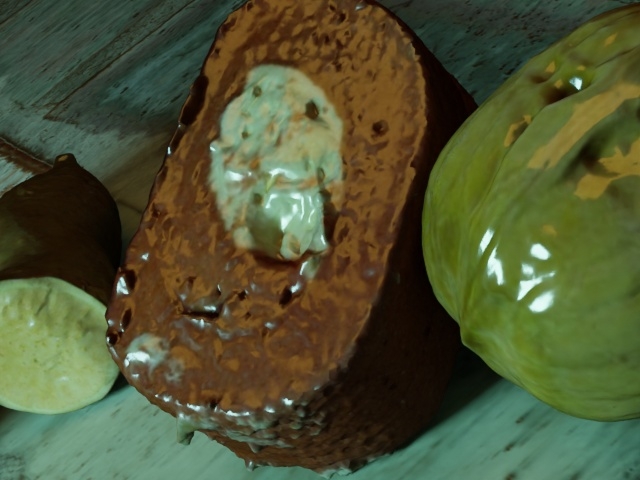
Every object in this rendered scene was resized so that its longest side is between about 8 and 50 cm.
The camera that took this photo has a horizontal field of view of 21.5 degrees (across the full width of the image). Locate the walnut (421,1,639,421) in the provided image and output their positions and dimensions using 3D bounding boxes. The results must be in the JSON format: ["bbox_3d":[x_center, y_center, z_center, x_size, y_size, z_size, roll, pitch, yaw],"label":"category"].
[{"bbox_3d":[0.160,-0.013,0.861,0.221,0.195,0.195,-35,25,-5],"label":"walnut"}]

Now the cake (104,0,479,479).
[{"bbox_3d":[0.000,0.000,0.978,0.177,0.151,0.283,15,74,28],"label":"cake"}]

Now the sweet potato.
[{"bbox_3d":[-0.219,0.013,1.327,0.131,0.131,0.337,-31,24,5],"label":"sweet potato"}]
